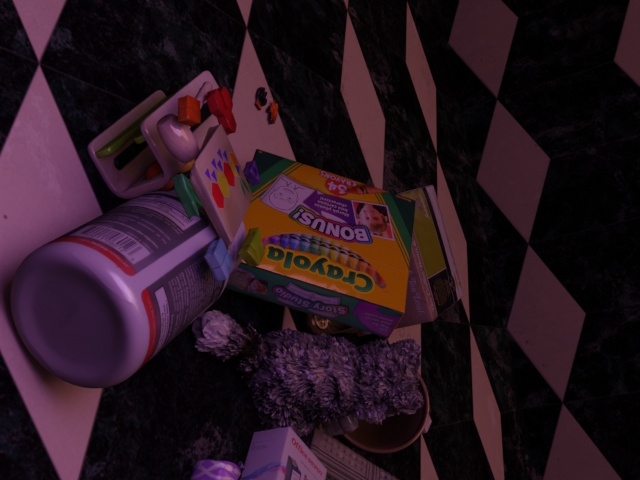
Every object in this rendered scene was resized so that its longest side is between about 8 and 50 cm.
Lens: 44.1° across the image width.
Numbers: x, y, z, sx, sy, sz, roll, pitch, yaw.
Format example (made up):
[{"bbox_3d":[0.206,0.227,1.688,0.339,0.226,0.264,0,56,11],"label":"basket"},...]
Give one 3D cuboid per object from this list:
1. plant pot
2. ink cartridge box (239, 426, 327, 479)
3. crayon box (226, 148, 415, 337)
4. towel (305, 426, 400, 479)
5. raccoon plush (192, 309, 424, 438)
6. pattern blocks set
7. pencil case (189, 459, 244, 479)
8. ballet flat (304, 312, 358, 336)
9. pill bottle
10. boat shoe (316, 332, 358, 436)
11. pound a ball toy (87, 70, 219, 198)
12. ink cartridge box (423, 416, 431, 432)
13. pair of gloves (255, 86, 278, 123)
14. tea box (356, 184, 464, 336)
[{"bbox_3d":[0.124,0.383,1.829,0.109,0.237,0.237,111,-20,-61],"label":"plant pot"},{"bbox_3d":[-0.076,0.475,1.454,0.154,0.093,0.212,57,29,-31],"label":"ink cartridge box"},{"bbox_3d":[0.000,0.000,1.603,0.106,0.363,0.313,114,-9,-45],"label":"crayon box"},{"bbox_3d":[0.063,0.580,1.620,0.324,0.056,0.312,37,40,-19],"label":"towel"},{"bbox_3d":[0.004,0.249,1.500,0.446,0.299,0.216,31,50,-55],"label":"raccoon plush"},{"bbox_3d":[-0.152,-0.089,1.213,0.325,0.026,0.285,-66,138,-68],"label":"pattern blocks set"},{"bbox_3d":[-0.181,0.455,1.272,0.088,0.086,0.206,87,9,-52],"label":"pencil case"},{"bbox_3d":[0.037,0.190,1.875,0.250,0.058,0.084,18,60,-60],"label":"ballet flat"},{"bbox_3d":[-0.261,0.047,1.179,0.210,0.210,0.363,69,26,-12],"label":"pill bottle"},{"bbox_3d":[0.010,0.317,1.733,0.083,0.076,0.226,37,32,-61],"label":"boat shoe"},{"bbox_3d":[-0.238,-0.178,1.352,0.135,0.208,0.319,63,27,-22],"label":"pound a ball toy"},{"bbox_3d":[0.218,0.437,2.056,0.135,0.099,0.056,68,26,-13],"label":"ink cartridge box"},{"bbox_3d":[-0.128,-0.320,1.878,0.083,0.010,0.074,48,38,-39],"label":"pair of gloves"},{"bbox_3d":[0.203,0.046,2.102,0.323,0.220,0.329,-16,91,-65],"label":"tea box"}]
